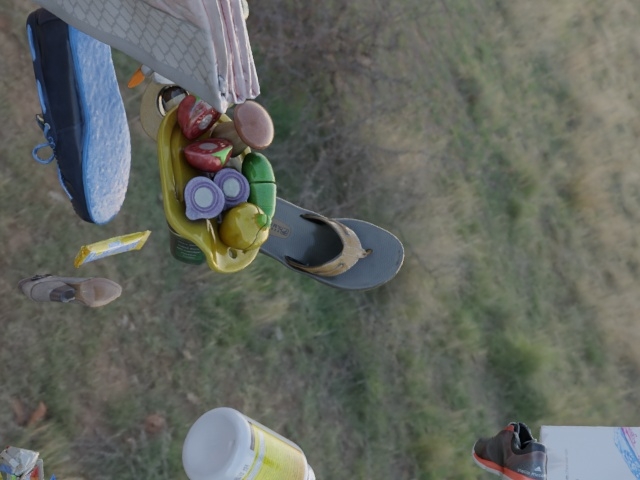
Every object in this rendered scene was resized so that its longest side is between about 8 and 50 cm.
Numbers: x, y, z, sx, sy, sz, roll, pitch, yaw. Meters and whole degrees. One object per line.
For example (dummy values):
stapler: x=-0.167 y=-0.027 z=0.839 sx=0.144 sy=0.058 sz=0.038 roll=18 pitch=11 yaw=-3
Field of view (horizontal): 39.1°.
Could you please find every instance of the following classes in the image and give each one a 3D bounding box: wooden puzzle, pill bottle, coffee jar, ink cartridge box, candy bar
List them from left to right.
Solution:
wooden puzzle: x=-0.569 y=0.459 z=1.734 sx=0.116 sy=0.014 sz=0.079 roll=-9 pitch=74 yaw=-22
candy bar: x=-0.313 y=0.011 z=1.358 sx=0.018 sy=0.040 sz=0.161 roll=44 pitch=24 yaw=11
coffee jar: x=-0.209 y=-0.030 z=1.489 sx=0.184 sy=0.079 sz=0.096 roll=109 pitch=-6 yaw=-71
pill bottle: x=-0.098 y=0.335 z=1.338 sx=0.215 sy=0.117 sz=0.117 roll=42 pitch=34 yaw=-45
ink cartridge box: x=0.456 y=0.353 z=1.291 sx=0.201 sy=0.278 sz=0.117 roll=65 pitch=27 yaw=-55

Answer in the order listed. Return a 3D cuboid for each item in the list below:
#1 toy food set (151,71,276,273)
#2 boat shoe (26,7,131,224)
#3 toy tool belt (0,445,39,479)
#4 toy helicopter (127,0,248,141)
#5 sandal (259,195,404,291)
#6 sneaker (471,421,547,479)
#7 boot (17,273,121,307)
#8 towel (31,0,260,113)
toy food set: x=-0.090 y=-0.081 z=0.882 sx=0.128 sy=0.071 sz=0.218 roll=6 pitch=70 yaw=-49
boat shoe: x=-0.284 y=-0.148 z=1.060 sx=0.109 sy=0.089 sz=0.258 roll=-36 pitch=130 yaw=-60
toy tool belt: x=-0.449 y=0.330 z=1.324 sx=0.052 sy=0.083 sz=0.051 roll=23 pitch=70 yaw=-33
toy helicopter: x=-0.270 y=-0.366 z=1.887 sx=0.235 sy=0.355 sz=0.140 roll=32 pitch=14 yaw=12
sandal: x=0.000 y=0.000 z=1.046 sx=0.219 sy=0.060 sz=0.090 roll=24 pitch=85 yaw=-19
sneaker: x=0.219 y=0.234 z=1.010 sx=0.158 sy=0.061 sz=0.065 roll=-175 pitch=-81 yaw=-78
boot: x=-0.337 y=0.062 z=1.200 sx=0.118 sy=0.087 sz=0.042 roll=2 pitch=98 yaw=-55
towel: x=-0.202 y=-0.275 z=0.715 sx=0.053 sy=0.332 sz=0.317 roll=-47 pitch=154 yaw=-22
